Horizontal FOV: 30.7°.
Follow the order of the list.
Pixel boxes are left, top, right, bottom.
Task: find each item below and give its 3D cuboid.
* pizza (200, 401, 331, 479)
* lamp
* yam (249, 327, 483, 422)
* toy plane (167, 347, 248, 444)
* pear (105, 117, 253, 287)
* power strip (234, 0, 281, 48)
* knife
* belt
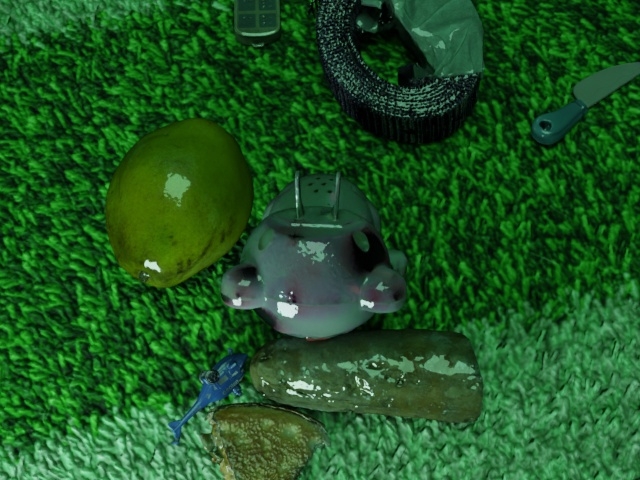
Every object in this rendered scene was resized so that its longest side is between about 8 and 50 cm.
[{"bbox_3d":[-0.083,0.321,1.623,0.185,0.052,0.195,9,60,-2],"label":"pizza"},{"bbox_3d":[0.000,0.000,1.623,0.247,0.247,0.301,5,24,2],"label":"lamp"},{"bbox_3d":[0.064,0.189,1.647,0.330,0.133,0.133,0,64,8],"label":"yam"},{"bbox_3d":[-0.160,0.224,1.678,0.062,0.054,0.167,47,72,-6],"label":"toy plane"},{"bbox_3d":[-0.210,-0.057,1.728,0.212,0.212,0.269,17,71,10],"label":"pear"},{"bbox_3d":[-0.109,-0.430,2.001,0.080,0.029,0.227,-3,64,1],"label":"power strip"},{"bbox_3d":[0.432,-0.234,1.889,0.244,0.032,0.058,-38,60,-20],"label":"knife"},{"bbox_3d":[0.130,-0.312,1.886,0.260,0.122,0.325,-24,66,-4],"label":"belt"}]
